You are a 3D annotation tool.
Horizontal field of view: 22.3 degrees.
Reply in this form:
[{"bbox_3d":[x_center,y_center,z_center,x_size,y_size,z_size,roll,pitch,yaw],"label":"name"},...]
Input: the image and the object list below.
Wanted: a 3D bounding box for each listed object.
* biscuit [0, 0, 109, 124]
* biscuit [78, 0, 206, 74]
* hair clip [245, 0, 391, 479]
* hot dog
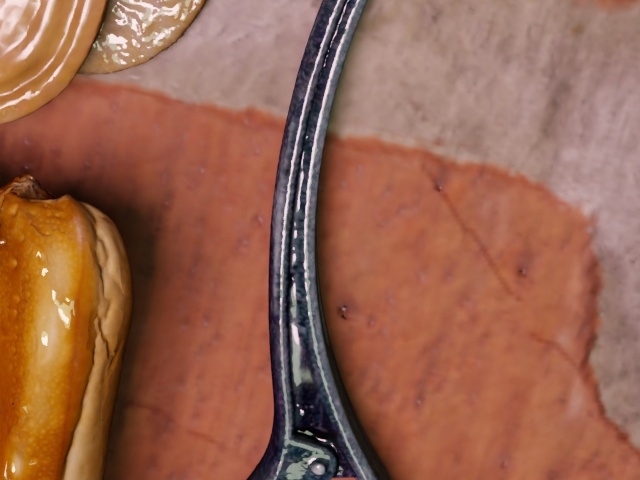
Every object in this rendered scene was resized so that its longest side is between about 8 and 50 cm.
[{"bbox_3d":[-0.213,-0.108,0.720,0.202,0.044,0.289,42,104,-7],"label":"biscuit"},{"bbox_3d":[-0.104,-0.133,0.732,0.120,0.015,0.120,0,106,2],"label":"biscuit"},{"bbox_3d":[0.000,0.000,0.751,0.083,0.048,0.275,2,104,5],"label":"hair clip"},{"bbox_3d":[-0.165,0.123,0.756,0.135,0.100,0.337,15,112,8],"label":"hot dog"}]
